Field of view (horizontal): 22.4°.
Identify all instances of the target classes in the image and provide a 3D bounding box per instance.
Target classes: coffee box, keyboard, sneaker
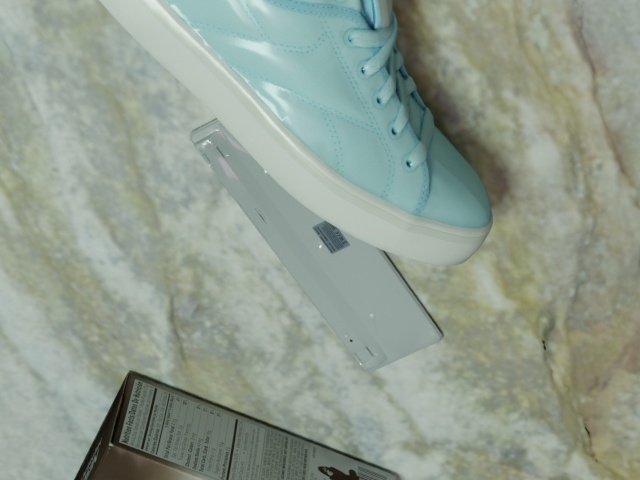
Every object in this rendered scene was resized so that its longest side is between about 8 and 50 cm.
[{"bbox_3d":[-0.077,0.227,1.338,0.247,0.098,0.141,22,122,-10],"label":"coffee box"},{"bbox_3d":[0.000,0.000,1.239,0.072,0.014,0.256,-29,117,15],"label":"keyboard"},{"bbox_3d":[0.008,-0.128,1.080,0.366,0.135,0.150,39,121,-20],"label":"sneaker"}]
